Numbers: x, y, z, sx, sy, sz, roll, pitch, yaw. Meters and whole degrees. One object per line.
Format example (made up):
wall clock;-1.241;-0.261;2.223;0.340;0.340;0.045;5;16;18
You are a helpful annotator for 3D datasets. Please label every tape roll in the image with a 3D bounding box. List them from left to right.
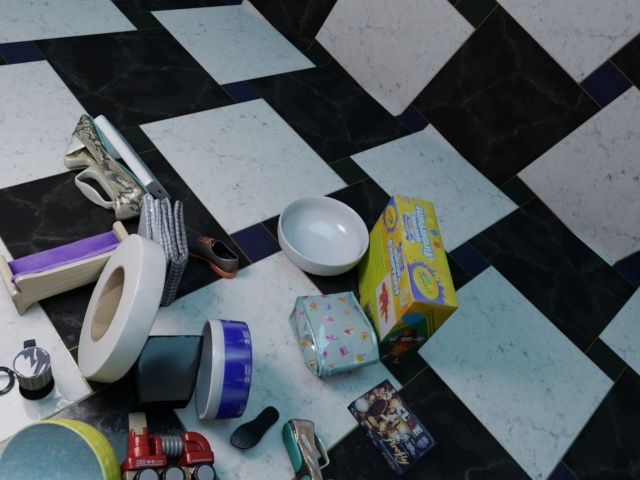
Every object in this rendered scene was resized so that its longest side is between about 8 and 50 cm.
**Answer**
tape roll;-0.531;0.175;1.356;0.072;0.392;0.392;25;41;-34

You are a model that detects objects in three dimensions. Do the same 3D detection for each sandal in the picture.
sandal;-0.183;0.531;1.436;0.067;0.040;0.179;48;35;13

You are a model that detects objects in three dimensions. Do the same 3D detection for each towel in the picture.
towel;-0.496;0.030;1.602;0.121;0.235;0.284;1;51;-27

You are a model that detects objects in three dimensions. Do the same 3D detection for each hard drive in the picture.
hard drive;-0.660;-0.281;1.810;0.040;0.203;0.307;-38;79;-7

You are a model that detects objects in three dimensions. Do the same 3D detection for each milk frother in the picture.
milk frother;-0.759;0.334;1.286;0.143;0.135;0.129;-28;65;-38

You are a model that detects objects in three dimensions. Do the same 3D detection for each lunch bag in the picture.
lunch bag;0.044;0.308;1.644;0.223;0.160;0.262;-3;47;-27

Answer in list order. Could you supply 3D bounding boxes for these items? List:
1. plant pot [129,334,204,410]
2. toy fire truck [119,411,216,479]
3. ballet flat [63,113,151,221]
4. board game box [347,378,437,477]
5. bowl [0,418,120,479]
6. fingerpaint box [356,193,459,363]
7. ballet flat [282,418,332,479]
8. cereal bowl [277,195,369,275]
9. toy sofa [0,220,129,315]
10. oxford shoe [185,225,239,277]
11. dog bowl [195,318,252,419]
plant pot;-0.423;0.364;1.387;0.187;0.188;0.167;4;62;-21
toy fire truck;-0.397;0.521;1.282;0.217;0.158;0.246;13;43;-36
ballet flat;-0.783;-0.256;1.795;0.182;0.164;0.483;-31;70;-29
board game box;0.218;0.566;1.568;0.165;0.042;0.243;-22;62;-36
bowl;-0.559;0.535;1.156;0.289;0.289;0.156;41;6;14
fingerpaint box;0.275;0.133;1.749;0.163;0.371;0.445;10;47;-15
ballet flat;-0.017;0.628;1.373;0.106;0.107;0.316;6;50;-28
cereal bowl;0.000;0.000;1.900;0.338;0.141;0.339;9;47;-10
toy sofa;-0.736;0.059;1.512;0.362;0.177;0.150;-22;62;-35
oxford shoe;-0.388;0.015;1.755;0.271;0.098;0.097;32;46;6
dog bowl;-0.267;0.349;1.396;0.104;0.265;0.265;6;48;-21
